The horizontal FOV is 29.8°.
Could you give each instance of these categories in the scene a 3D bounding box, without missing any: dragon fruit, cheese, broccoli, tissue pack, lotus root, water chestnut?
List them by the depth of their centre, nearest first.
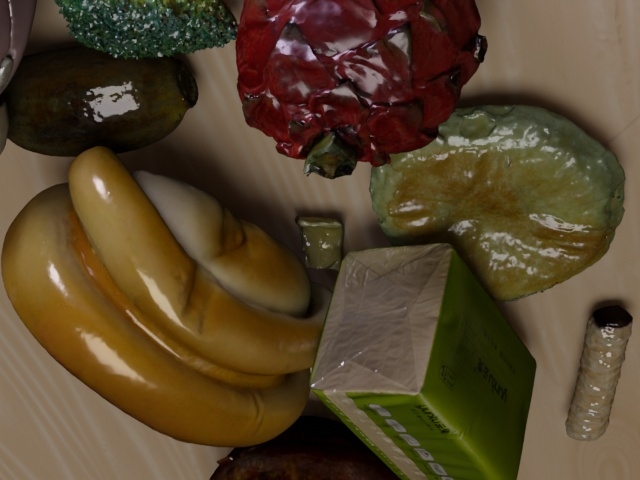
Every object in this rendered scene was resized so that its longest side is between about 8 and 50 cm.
[{"bbox_3d":[0.046,-0.202,1.221,0.299,0.244,0.244,-42,118,-10],"label":"dragon fruit"},{"bbox_3d":[-0.185,-0.285,1.255,0.194,0.219,0.194,4,97,37],"label":"broccoli"},{"bbox_3d":[-0.264,-0.162,1.374,0.241,0.123,0.124,-3,137,17],"label":"lotus root"},{"bbox_3d":[0.134,0.162,1.452,0.167,0.200,0.275,-5,144,33],"label":"tissue pack"},{"bbox_3d":[0.000,0.000,1.507,0.060,0.041,0.084,-1,126,3],"label":"cheese"},{"bbox_3d":[-0.016,0.424,1.672,0.350,0.302,0.350,3,130,3],"label":"water chestnut"}]

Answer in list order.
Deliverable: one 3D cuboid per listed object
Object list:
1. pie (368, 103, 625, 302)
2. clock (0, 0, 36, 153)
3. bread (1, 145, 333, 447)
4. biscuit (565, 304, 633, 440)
[{"bbox_3d":[0.209,-0.044,1.414,0.306,0.071,0.306,6,132,7],"label":"pie"},{"bbox_3d":[-0.456,-0.249,1.263,0.342,0.184,0.326,34,116,9],"label":"clock"},{"bbox_3d":[-0.168,0.062,1.453,0.424,0.329,0.245,33,99,-27],"label":"bread"},{"bbox_3d":[0.361,0.173,1.566,0.061,0.055,0.219,-5,128,-7],"label":"biscuit"}]
